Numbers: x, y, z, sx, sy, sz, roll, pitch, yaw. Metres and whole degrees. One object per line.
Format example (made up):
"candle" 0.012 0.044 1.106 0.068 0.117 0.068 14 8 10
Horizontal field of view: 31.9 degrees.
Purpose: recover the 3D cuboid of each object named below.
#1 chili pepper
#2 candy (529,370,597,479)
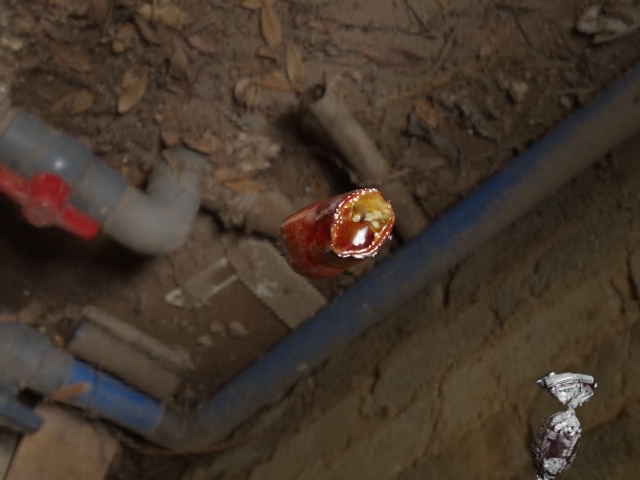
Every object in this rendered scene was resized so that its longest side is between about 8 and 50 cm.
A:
"chili pepper" 0.000 0.000 1.211 0.086 0.084 0.192 -14 176 -32
"candy" 0.301 0.279 1.475 0.094 0.051 0.226 18 93 -13
